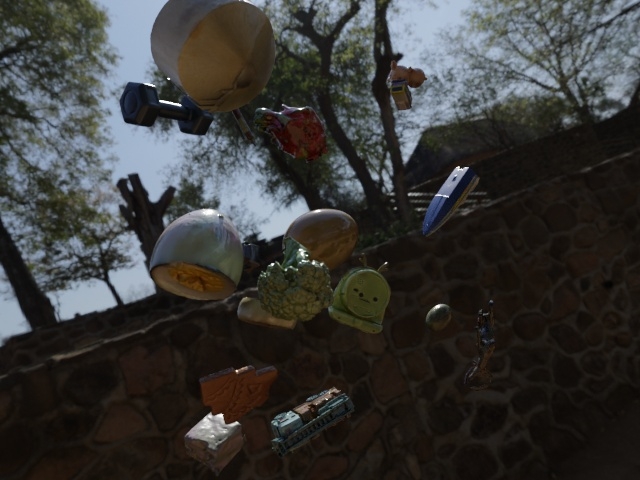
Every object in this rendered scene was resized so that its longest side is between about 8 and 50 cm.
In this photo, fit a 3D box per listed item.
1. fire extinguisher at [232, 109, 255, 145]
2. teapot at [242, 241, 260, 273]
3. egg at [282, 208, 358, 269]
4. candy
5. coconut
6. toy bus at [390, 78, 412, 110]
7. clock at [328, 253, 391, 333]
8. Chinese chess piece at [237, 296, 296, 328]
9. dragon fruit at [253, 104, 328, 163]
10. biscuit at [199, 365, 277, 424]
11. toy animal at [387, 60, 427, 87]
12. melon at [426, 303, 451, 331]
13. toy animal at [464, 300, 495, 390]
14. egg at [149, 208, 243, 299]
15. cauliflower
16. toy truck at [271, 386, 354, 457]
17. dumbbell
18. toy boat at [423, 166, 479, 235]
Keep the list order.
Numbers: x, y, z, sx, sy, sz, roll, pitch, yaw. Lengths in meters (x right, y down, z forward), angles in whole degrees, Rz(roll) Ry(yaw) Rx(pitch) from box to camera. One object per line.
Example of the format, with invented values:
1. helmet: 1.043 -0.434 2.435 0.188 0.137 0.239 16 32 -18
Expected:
1. fire extinguisher: -0.316 -0.456 1.916 0.049 0.173 0.035 -34 9 -35
2. teapot: -0.349 0.073 2.225 0.087 0.177 0.096 -36 -48 28
3. egg: 0.000 0.000 2.257 0.374 0.300 0.301 -27 -5 -9
4. candy: -0.417 0.802 1.889 0.185 0.137 0.195 17 27 26
5. coconut: -0.268 -0.496 1.242 0.323 0.322 0.323 -21 -6 -2
6. toy bus: 0.260 -0.462 1.510 0.052 0.058 0.102 1 -22 25
7. clock: 0.182 0.215 1.963 0.235 0.307 0.096 21 -9 -9
8. Chinese chess piece: -0.219 0.303 1.967 0.250 0.102 0.249 10 -13 2
9. dragon fruit: -0.104 -0.389 1.719 0.270 0.198 0.200 10 -36 22
10. biscuit: -0.303 0.537 1.669 0.283 0.043 0.306 -50 -47 9
11. toy animal: 0.297 -0.560 1.623 0.150 0.089 0.083 6 -61 -20
12. melon: 0.520 0.339 2.079 0.130 0.098 0.098 -56 -4 -5
13. toy animal: 0.531 0.340 1.523 0.087 0.243 0.259 13 -32 25
14. egg: -0.480 0.029 1.921 0.355 0.339 0.354 5 -31 3
15. cauliflower: -0.064 0.141 1.579 0.281 0.261 0.327 -58 5 -35
16. toy truck: -0.041 0.700 1.818 0.339 0.132 0.184 -22 -6 -22
17. dumbbell: -0.542 -0.464 1.691 0.325 0.144 0.160 -8 -40 -57
18. toy boat: 0.480 -0.137 1.800 0.295 0.088 0.129 -54 19 -4
